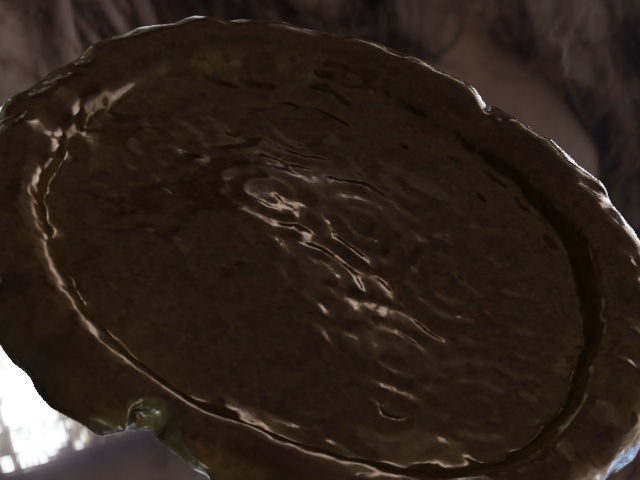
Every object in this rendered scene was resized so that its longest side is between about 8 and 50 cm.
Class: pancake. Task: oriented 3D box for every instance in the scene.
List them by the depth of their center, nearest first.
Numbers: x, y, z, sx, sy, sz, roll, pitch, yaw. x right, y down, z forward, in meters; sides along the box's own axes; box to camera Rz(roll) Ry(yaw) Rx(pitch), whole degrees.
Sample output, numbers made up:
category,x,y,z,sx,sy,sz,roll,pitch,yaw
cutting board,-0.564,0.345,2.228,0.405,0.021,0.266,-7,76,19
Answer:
category,x,y,z,sx,sy,sz,roll,pitch,yaw
pancake,0.000,0.001,0.469,0.199,0.021,0.199,11,-142,-9
